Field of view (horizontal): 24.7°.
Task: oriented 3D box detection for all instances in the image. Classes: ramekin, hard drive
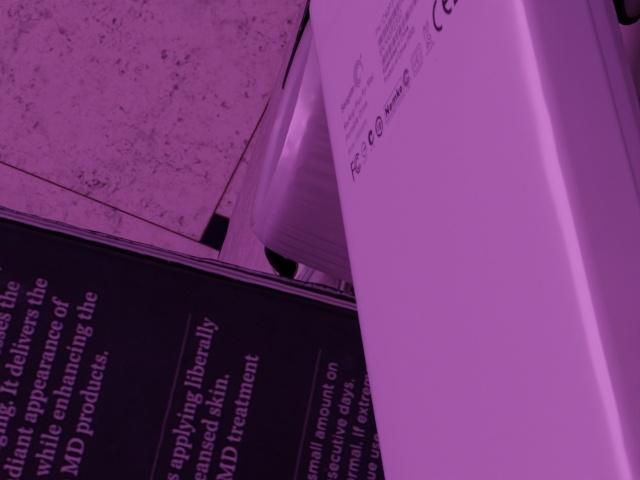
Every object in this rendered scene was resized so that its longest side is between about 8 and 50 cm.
[{"bbox_3d":[0.023,-0.072,1.058,0.207,0.109,0.207,-163,90,-83],"label":"ramekin"},{"bbox_3d":[0.055,-0.002,0.512,0.203,0.040,0.307,120,144,-62],"label":"hard drive"}]

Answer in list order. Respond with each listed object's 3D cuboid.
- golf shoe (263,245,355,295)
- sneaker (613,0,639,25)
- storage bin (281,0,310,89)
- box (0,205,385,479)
[{"bbox_3d":[0.000,0.000,1.173,0.176,0.086,0.069,-79,7,-47],"label":"golf shoe"},{"bbox_3d":[0.116,-0.185,0.600,0.315,0.128,0.182,101,179,-77],"label":"sneaker"},{"bbox_3d":[0.022,-0.191,1.434,0.180,0.084,0.122,-121,48,-79],"label":"storage bin"},{"bbox_3d":[-0.230,0.196,0.943,0.480,0.472,0.297,119,165,-63],"label":"box"}]
